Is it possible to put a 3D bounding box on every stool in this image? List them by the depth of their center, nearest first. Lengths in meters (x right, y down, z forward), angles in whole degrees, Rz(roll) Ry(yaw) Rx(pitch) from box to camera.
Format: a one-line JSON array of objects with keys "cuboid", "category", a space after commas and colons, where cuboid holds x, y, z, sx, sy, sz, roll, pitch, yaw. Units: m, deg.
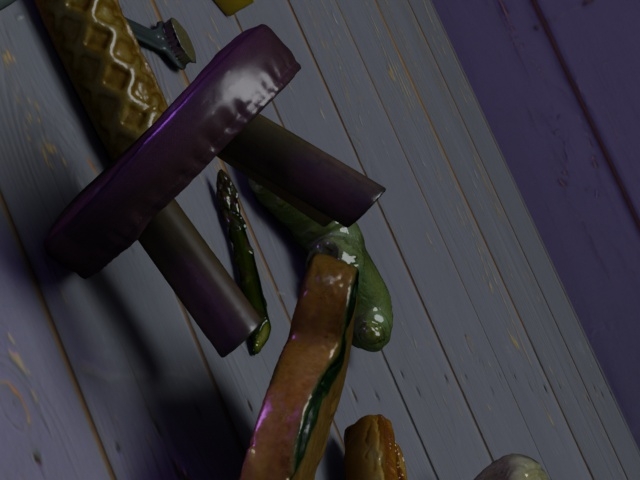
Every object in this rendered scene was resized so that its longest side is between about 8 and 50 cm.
[{"cuboid": [-0.086, -0.035, 1.522, 0.178, 0.272, 0.272, 44, 19, -6], "category": "stool"}]

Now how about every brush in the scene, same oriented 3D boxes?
[{"cuboid": [-0.202, -0.233, 1.947, 0.062, 0.027, 0.266, 66, 17, 12], "category": "brush"}]

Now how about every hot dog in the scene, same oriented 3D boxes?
[{"cuboid": [0.059, 0.289, 1.869, 0.249, 0.068, 0.100, -94, 167, -47], "category": "hot dog"}]

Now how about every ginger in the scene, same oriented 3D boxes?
[{"cuboid": [0.004, 0.003, 2.113, 0.137, 0.089, 0.290, -36, 103, -55], "category": "ginger"}]

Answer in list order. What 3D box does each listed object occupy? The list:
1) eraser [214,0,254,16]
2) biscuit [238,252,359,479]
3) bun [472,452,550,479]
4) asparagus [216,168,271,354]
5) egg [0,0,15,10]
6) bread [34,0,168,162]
[{"cuboid": [-0.134, -0.368, 2.330, 0.097, 0.045, 0.122, 48, 21, -43], "category": "eraser"}, {"cuboid": [-0.015, 0.148, 1.581, 0.344, 0.057, 0.287, -61, 167, -76], "category": "biscuit"}, {"cuboid": [0.233, 0.373, 2.153, 0.220, 0.134, 0.220, -20, 90, -75], "category": "bun"}, {"cuboid": [-0.082, 0.023, 1.920, 0.034, 0.027, 0.236, 58, 14, -55], "category": "asparagus"}, {"cuboid": [-0.310, -0.321, 1.408, 0.230, 0.230, 0.371, 46, 19, -45], "category": "egg"}, {"cuboid": [-0.226, -0.208, 1.753, 0.077, 0.084, 0.367, -22, 86, -33], "category": "bread"}]
